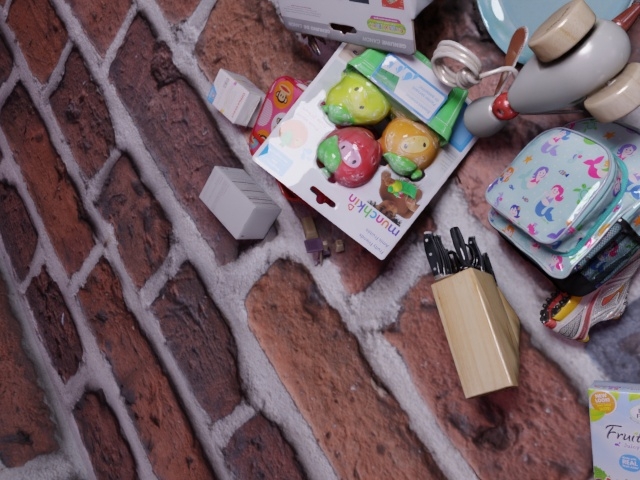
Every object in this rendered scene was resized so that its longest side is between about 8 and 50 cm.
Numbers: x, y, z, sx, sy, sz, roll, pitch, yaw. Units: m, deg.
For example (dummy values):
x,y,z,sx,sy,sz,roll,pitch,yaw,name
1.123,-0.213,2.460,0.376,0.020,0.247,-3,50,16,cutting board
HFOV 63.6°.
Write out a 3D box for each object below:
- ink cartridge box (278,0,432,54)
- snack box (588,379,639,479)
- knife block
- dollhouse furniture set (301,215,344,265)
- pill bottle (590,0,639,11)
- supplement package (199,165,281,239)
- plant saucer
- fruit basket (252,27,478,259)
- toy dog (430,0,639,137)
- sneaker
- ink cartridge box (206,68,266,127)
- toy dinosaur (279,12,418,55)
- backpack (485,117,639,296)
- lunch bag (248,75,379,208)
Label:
x,y,z,sx,sy,sz,roll,pitch,yaw,name
0.055,-0.491,0.883,0.310,0.130,0.271,26,150,30,ink cartridge box
0.540,0.343,0.837,0.175,0.070,0.206,-5,87,36,snack box
0.260,0.107,0.933,0.088,0.275,0.242,-31,104,33,knife block
0.000,0.000,1.250,0.081,0.091,0.114,90,167,-53,dollhouse furniture set
0.445,-0.469,0.844,0.121,0.121,0.221,-36,71,31,pill bottle
-0.209,-0.097,1.336,0.179,0.105,0.105,46,115,26,supplement package
0.371,-0.439,0.818,0.317,0.044,0.317,48,150,40,plant saucer
0.101,-0.197,0.985,0.327,0.165,0.353,39,84,0,fruit basket
0.354,-0.265,0.794,0.161,0.220,0.334,-45,29,-12,toy dog
0.481,0.077,0.875,0.093,0.088,0.225,36,110,0,sneaker
-0.206,-0.360,1.334,0.143,0.090,0.092,44,116,25,ink cartridge box
0.077,-0.453,1.058,0.296,0.200,0.127,-15,82,36,toy dinosaur
0.413,-0.071,0.824,0.253,0.191,0.225,-45,37,11,backpack
-0.031,-0.212,1.203,0.293,0.120,0.258,42,119,25,lunch bag
